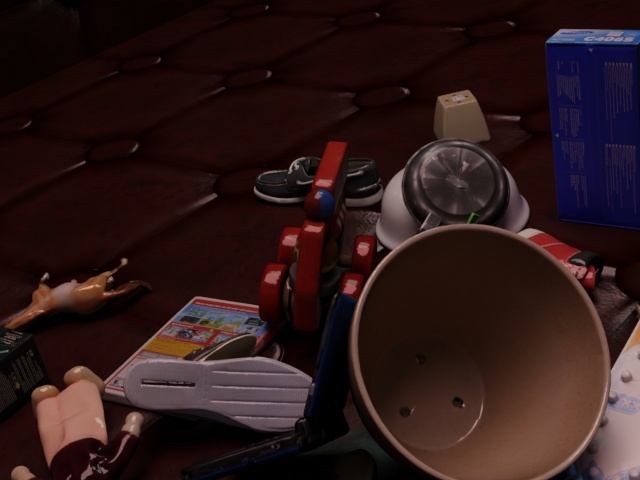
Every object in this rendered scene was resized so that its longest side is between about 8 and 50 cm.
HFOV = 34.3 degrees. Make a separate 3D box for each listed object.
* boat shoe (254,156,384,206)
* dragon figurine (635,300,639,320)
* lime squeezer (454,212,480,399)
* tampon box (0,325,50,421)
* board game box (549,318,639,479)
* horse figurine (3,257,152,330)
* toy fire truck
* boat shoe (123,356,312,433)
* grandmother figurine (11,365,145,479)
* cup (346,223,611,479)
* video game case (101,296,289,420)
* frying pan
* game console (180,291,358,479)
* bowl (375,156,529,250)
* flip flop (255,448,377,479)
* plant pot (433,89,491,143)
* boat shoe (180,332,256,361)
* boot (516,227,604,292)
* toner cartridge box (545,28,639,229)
[{"bbox_3d":[-0.010,-0.136,2.191,0.302,0.091,0.114,1,31,24],"label":"boat shoe"},{"bbox_3d":[0.538,0.142,1.472,0.144,0.085,0.289,-10,27,5],"label":"dragon figurine"},{"bbox_3d":[0.193,0.107,1.621,0.059,0.110,0.310,15,63,-7],"label":"lime squeezer"},{"bbox_3d":[-0.558,0.231,1.724,0.120,0.101,0.161,9,36,35],"label":"tampon box"},{"bbox_3d":[0.513,0.230,1.250,0.390,0.050,0.390,13,52,39],"label":"board game box"},{"bbox_3d":[-0.461,0.102,1.964,0.263,0.066,0.174,-8,23,13],"label":"horse figurine"},{"bbox_3d":[0.000,0.000,1.739,0.169,0.254,0.302,6,31,10],"label":"toy fire truck"},{"bbox_3d":[-0.141,0.225,1.552,0.302,0.109,0.094,8,-12,1],"label":"boat shoe"},{"bbox_3d":[-0.344,0.317,1.498,0.208,0.104,0.342,-36,32,4],"label":"grandmother figurine"},{"bbox_3d":[0.173,0.175,1.350,0.331,0.331,0.237,-24,-14,-20],"label":"cup"},{"bbox_3d":[-0.209,0.190,1.742,0.204,0.025,0.285,6,34,31],"label":"video game case"},{"bbox_3d":[0.191,-0.063,1.839,0.326,0.053,0.197,-33,75,-13],"label":"frying pan"},{"bbox_3d":[-0.049,0.193,1.354,0.250,0.173,0.293,-18,-10,7],"label":"game console"},{"bbox_3d":[0.243,-0.093,1.971,0.298,0.134,0.298,-9,29,5],"label":"bowl"},{"bbox_3d":[-0.058,0.333,1.361,0.277,0.080,0.112,-14,28,-4],"label":"flip flop"},{"bbox_3d":[0.310,-0.274,2.314,0.109,0.096,0.109,-13,28,-1],"label":"plant pot"},{"bbox_3d":[-0.165,0.181,1.662,0.133,0.049,0.042,-28,40,-18],"label":"boat shoe"},{"bbox_3d":[0.345,0.063,1.698,0.244,0.088,0.176,-26,32,-31],"label":"boot"},{"bbox_3d":[0.498,-0.194,1.827,0.165,0.348,0.075,9,33,33],"label":"toner cartridge box"}]
